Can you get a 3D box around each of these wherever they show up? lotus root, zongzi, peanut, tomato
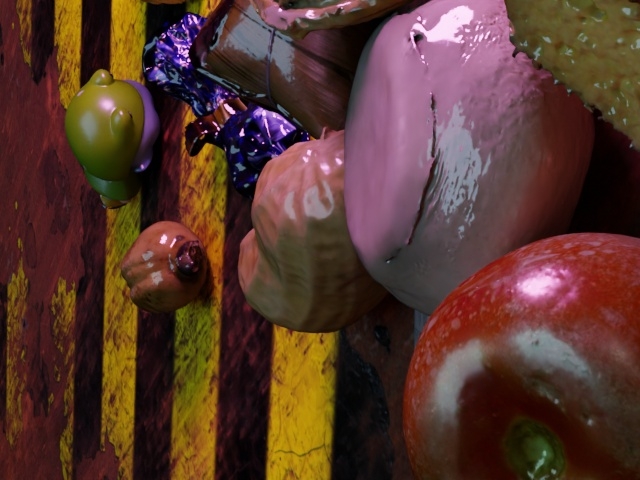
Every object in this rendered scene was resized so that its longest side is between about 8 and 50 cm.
[{"bbox_3d":[-0.221,0.038,1.884,0.125,0.118,0.221,53,148,-4],"label":"lotus root"},{"bbox_3d":[0.031,-0.230,1.396,0.300,0.138,0.286,45,119,23],"label":"zongzi"},{"bbox_3d":[0.005,0.003,1.369,0.340,0.174,0.158,105,173,-55],"label":"peanut"},{"bbox_3d":[0.204,0.125,0.947,0.270,0.222,0.270,14,113,36],"label":"tomato"}]

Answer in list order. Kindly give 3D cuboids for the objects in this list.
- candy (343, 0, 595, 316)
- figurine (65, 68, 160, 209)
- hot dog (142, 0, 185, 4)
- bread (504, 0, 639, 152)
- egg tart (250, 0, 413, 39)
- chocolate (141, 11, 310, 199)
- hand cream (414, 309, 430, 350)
[{"bbox_3d":[0.132,-0.073,1.105,0.295,0.185,0.295,180,90,-68],"label":"candy"},{"bbox_3d":[-0.332,-0.151,2.074,0.263,0.143,0.162,107,146,-55],"label":"figurine"},{"bbox_3d":[-0.273,-0.454,1.901,0.256,0.153,0.150,61,143,41],"label":"hot dog"},{"bbox_3d":[0.256,-0.141,0.910,0.260,0.134,0.129,43,156,8],"label":"bread"},{"bbox_3d":[0.039,-0.320,1.182,0.315,0.120,0.315,-25,37,21],"label":"egg tart"},{"bbox_3d":[-0.112,-0.154,1.678,0.148,0.126,0.343,-44,52,8],"label":"chocolate"},{"bbox_3d":[0.116,0.080,1.317,0.067,0.043,0.209,-144,51,-60],"label":"hand cream"}]
